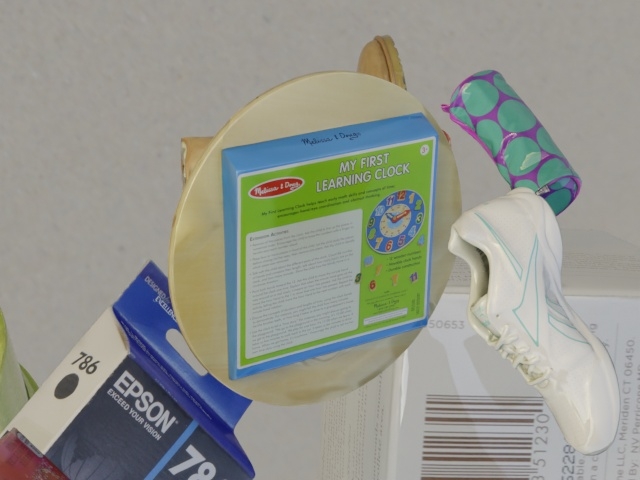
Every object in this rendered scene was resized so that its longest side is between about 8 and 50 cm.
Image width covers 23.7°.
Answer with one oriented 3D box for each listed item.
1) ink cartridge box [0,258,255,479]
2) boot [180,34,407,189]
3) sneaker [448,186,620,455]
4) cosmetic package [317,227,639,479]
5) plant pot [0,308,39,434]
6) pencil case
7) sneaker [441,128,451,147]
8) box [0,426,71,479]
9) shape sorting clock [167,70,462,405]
[{"bbox_3d":[-0.164,0.190,1.073,0.332,0.065,0.165,-53,128,-17],"label":"ink cartridge box"},{"bbox_3d":[-0.030,-0.117,1.785,0.270,0.236,0.089,-5,172,-7],"label":"boot"},{"bbox_3d":[0.113,0.049,0.832,0.061,0.152,0.054,-17,170,-29],"label":"sneaker"},{"bbox_3d":[0.188,0.170,1.543,0.327,0.393,0.329,1,100,-9],"label":"cosmetic package"},{"bbox_3d":[-0.420,0.161,1.609,0.276,0.276,0.254,-22,155,-23],"label":"plant pot"},{"bbox_3d":[0.185,-0.092,1.476,0.070,0.151,0.064,-33,154,1],"label":"pencil case"},{"bbox_3d":[0.138,-0.063,1.946,0.064,0.175,0.067,-1,151,19],"label":"sneaker"},{"bbox_3d":[-0.181,0.205,0.783,0.128,0.122,0.257,-45,-176,4],"label":"box"},{"bbox_3d":[0.000,0.000,0.909,0.206,0.040,0.206,-15,117,-30],"label":"shape sorting clock"}]
